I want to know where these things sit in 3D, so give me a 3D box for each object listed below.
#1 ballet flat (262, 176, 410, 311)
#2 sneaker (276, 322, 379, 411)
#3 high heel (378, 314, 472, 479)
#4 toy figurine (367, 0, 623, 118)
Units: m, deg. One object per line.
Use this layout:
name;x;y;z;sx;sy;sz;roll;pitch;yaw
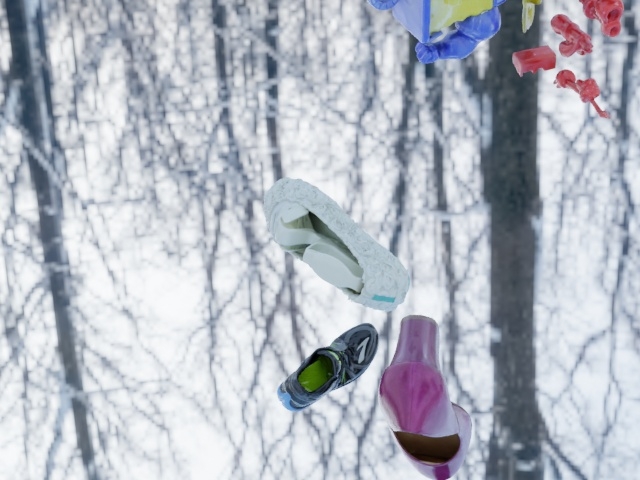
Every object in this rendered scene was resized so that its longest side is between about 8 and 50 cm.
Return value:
ballet flat;0.000;0.000;2.473;0.147;0.147;0.409;-19;-139;-38
sneaker;0.021;0.179;1.866;0.188;0.067;0.078;-33;172;-32
high heel;0.138;0.283;1.832;0.127;0.377;0.181;-2;-131;15
toy figurine;0.150;-0.266;1.218;0.217;0.362;0.191;-15;-135;-11
